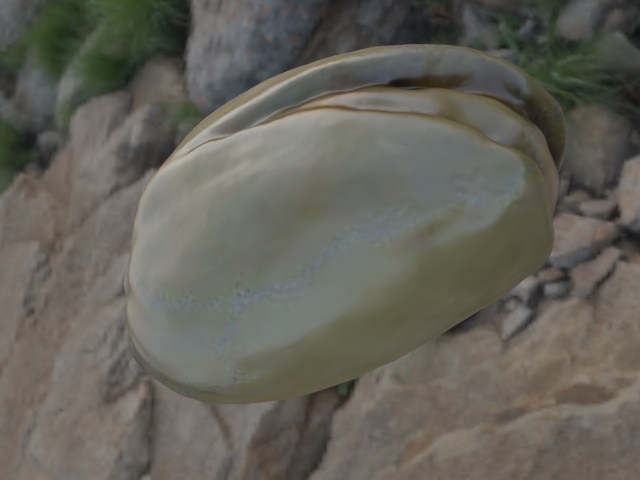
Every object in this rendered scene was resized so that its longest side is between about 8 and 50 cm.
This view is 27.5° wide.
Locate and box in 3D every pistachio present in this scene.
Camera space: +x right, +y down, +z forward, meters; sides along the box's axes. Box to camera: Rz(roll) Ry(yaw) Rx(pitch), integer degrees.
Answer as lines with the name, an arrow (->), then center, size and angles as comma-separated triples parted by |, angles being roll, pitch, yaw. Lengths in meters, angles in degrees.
pistachio -> 0.000, 0.000, 0.713 | 0.293, 0.181, 0.162 | -32, 33, 29
